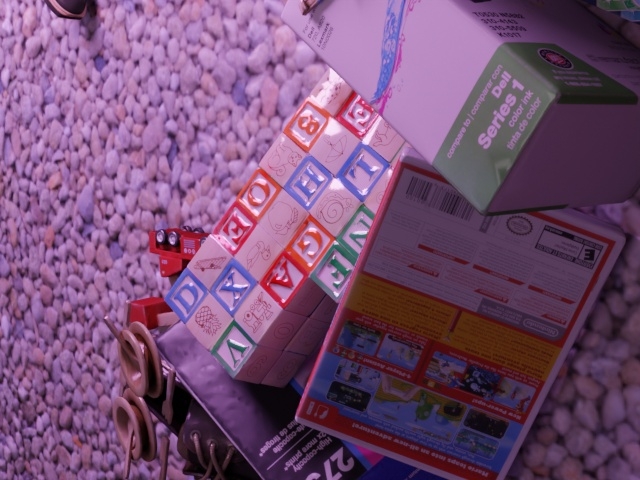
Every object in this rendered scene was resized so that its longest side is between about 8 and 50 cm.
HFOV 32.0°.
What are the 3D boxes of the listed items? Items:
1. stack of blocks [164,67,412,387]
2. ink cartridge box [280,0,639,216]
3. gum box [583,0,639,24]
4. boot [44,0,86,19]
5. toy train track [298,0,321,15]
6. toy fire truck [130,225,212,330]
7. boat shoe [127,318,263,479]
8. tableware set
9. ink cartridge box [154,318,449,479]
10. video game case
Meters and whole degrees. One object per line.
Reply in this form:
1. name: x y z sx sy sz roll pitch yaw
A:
1. stack of blocks: 0.000 0.000 1.088 0.171 0.087 0.297 44 103 34
2. ink cartridge box: 0.133 -0.153 0.917 0.278 0.201 0.117 49 127 32
3. gum box: 0.264 -0.250 0.819 0.157 0.041 0.184 22 119 -2
4. boot: -0.323 -0.406 1.467 0.137 0.077 0.198 -24 79 41
5. toy train track: 0.007 -0.208 0.887 0.083 0.014 0.048 -38 66 41
6. toy fire truck: -0.168 0.052 1.380 0.192 0.047 0.135 9 103 44
7. boat shoe: -0.102 0.224 1.255 0.355 0.130 0.132 35 137 39
8. tableware set: -0.211 0.173 1.238 0.128 0.039 0.194 49 142 38
9. ink cartridge box: -0.002 0.175 1.138 0.371 0.176 0.069 44 169 32
10. video game case: 0.117 0.079 0.996 0.204 0.025 0.285 21 113 -1
